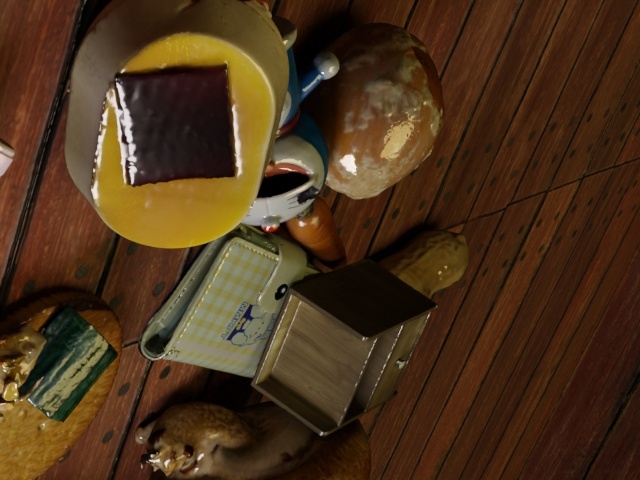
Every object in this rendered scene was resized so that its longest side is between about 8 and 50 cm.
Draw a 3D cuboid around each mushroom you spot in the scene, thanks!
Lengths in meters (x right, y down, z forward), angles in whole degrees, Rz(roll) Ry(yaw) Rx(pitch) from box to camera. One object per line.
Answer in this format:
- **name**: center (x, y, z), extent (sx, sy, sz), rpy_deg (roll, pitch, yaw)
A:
- **mushroom**: center (-0.091, 0.322, 2.022), extent (0.345, 0.345, 0.260), rpy_deg (-34, 115, -38)

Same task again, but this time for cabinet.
- **cabinet**: center (0.041, 0.152, 2.022), extent (0.215, 0.148, 0.175), rpy_deg (-19, 137, -56)

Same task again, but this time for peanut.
- **peanut**: center (0.161, 0.063, 2.343), extent (0.274, 0.111, 0.125), rpy_deg (-30, 150, -42)

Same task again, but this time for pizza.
- **pizza**: center (-0.390, 0.177, 1.486), extent (0.226, 0.069, 0.147), rpy_deg (-10, 117, -39)

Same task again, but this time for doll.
- **doll**: center (-0.068, -0.133, 1.635), extent (0.215, 0.161, 0.257), rpy_deg (-18, 133, -10)

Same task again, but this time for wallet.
- **wallet**: center (-0.108, 0.092, 1.953), extent (0.223, 0.077, 0.309), rpy_deg (-54, 155, 5)

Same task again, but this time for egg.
- **egg**: center (0.063, -0.166, 1.776), extent (0.195, 0.195, 0.233), rpy_deg (71, 30, -60)

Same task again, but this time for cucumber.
- **cucumber**: center (-0.290, 0.148, 1.615), extent (0.115, 0.062, 0.116), rpy_deg (-50, 152, -4)

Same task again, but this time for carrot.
- **carrot**: center (0.000, 0.000, 2.041), extent (0.069, 0.069, 0.336), rpy_deg (-51, 160, -8)

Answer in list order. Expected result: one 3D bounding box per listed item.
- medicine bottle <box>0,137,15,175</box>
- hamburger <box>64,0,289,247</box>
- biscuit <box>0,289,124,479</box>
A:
- **medicine bottle**: center (-0.377, -0.013, 1.323), extent (0.219, 0.078, 0.115), rpy_deg (-55, 154, 0)
- **hamburger**: center (-0.152, -0.134, 1.458), extent (0.227, 0.151, 0.295), rpy_deg (4, 130, -19)
- **biscuit**: center (-0.357, 0.188, 1.658), extent (0.305, 0.038, 0.305), rpy_deg (-40, 150, -29)
